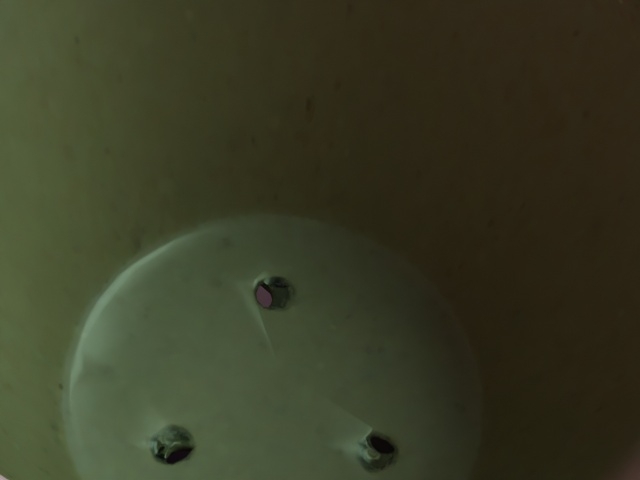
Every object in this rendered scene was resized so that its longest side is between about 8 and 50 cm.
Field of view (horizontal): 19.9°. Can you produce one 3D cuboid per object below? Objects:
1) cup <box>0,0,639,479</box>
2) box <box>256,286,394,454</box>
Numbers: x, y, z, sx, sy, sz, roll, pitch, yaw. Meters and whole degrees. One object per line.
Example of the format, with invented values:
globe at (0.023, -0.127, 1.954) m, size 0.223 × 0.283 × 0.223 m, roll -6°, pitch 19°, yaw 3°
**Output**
cup at (-0.010, 0.006, 0.630) m, size 0.331 × 0.237 × 0.331 m, roll 3°, pitch 59°, yaw -5°
box at (0.000, 0.000, 0.852) m, size 0.113 × 0.094 × 0.275 m, roll 8°, pitch 48°, yaw -45°
